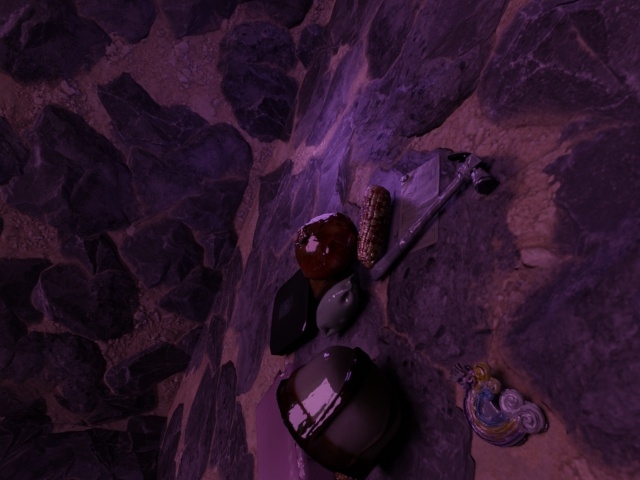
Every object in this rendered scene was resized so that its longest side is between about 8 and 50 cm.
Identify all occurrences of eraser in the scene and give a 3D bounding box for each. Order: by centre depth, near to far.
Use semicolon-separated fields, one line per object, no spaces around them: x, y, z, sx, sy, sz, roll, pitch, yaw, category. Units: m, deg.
-0.086;0.585;1.177;0.272;0.122;0.359;-61;24;26;eraser

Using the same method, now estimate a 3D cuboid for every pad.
0.260;-0.092;1.083;0.159;0.009;0.265;-32;44;55;pad

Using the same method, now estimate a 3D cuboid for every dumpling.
0.064;0.191;1.203;0.105;0.149;0.216;36;117;26;dumpling

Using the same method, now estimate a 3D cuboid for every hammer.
0.251;-0.035;1.004;0.427;0.044;0.152;-55;28;32;hammer

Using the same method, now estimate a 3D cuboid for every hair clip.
0.289;0.279;0.687;0.172;0.049;0.116;-129;47;-54;hair clip

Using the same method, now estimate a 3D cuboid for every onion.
0.000;0.000;1.226;0.230;0.163;0.230;-33;32;24;onion

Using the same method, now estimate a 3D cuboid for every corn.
0.153;-0.041;1.183;0.086;0.086;0.253;-20;55;61;corn

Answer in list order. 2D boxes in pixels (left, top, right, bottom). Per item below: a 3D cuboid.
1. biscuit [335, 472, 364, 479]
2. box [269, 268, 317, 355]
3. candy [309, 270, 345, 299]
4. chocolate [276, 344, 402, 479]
0.083;0.576;0.911;0.064;0.034;0.199;-67;24;5;biscuit
-0.098;0.260;1.515;0.289;0.073;0.290;-46;33;44;box
0.034;0.055;1.360;0.143;0.101;0.271;125;160;-49;candy
0.063;0.351;0.894;0.186;0.284;0.283;-50;26;6;chocolate
